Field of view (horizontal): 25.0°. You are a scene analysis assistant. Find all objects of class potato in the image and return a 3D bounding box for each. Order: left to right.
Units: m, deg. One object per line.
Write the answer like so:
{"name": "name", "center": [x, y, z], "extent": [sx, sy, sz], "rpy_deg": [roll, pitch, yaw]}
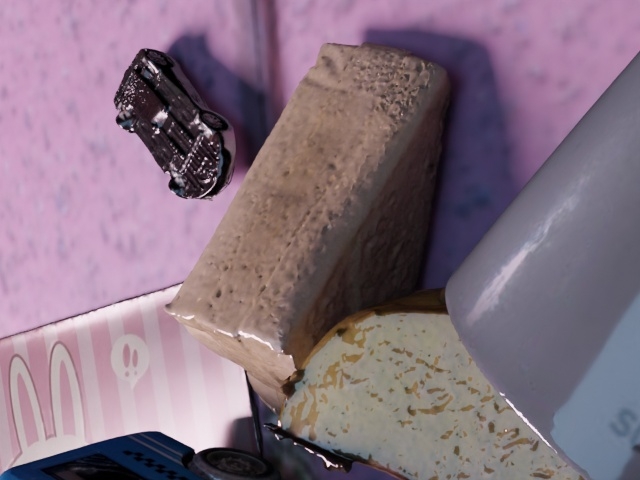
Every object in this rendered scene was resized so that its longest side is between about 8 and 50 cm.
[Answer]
{"name": "potato", "center": [0.080, 0.062, 0.535], "extent": [0.172, 0.100, 0.089], "rpy_deg": [19, 90, 28]}

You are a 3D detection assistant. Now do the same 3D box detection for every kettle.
{"name": "kettle", "center": [0.189, -0.017, 0.415], "extent": [0.210, 0.160, 0.243], "rpy_deg": [39, 110, 12]}

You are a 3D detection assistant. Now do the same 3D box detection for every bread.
{"name": "bread", "center": [0.013, 0.004, 0.630], "extent": [0.077, 0.105, 0.152], "rpy_deg": [21, 72, 38]}

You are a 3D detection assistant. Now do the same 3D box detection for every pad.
{"name": "pad", "center": [-0.138, 0.143, 0.769], "extent": [0.299, 0.005, 0.202], "rpy_deg": [-16, 81, 39]}

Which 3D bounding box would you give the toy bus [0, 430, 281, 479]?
{"name": "toy bus", "center": [-0.028, 0.173, 0.591], "extent": [0.246, 0.134, 0.114], "rpy_deg": [21, 103, 36]}

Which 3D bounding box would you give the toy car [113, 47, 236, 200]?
{"name": "toy car", "center": [-0.068, -0.054, 0.694], "extent": [0.093, 0.025, 0.041], "rpy_deg": [49, 121, 32]}
